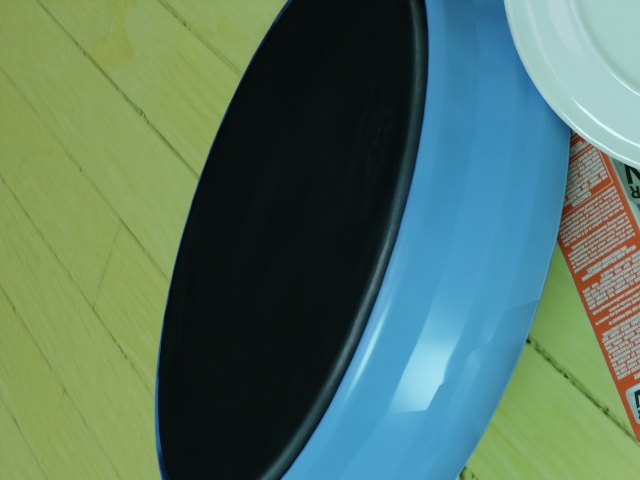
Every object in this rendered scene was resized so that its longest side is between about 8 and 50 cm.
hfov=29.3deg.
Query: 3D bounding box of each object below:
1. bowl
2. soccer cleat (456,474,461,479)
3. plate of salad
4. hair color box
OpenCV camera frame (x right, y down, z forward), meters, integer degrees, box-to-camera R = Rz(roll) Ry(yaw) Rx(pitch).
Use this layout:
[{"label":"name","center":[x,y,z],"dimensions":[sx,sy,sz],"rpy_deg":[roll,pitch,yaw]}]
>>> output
[{"label":"bowl","center":[0.000,0.000,0.730],"dimensions":[0.391,0.077,0.391],"rpy_deg":[-50,31,45]},{"label":"soccer cleat","center":[0.027,0.245,0.765],"dimensions":[0.143,0.116,0.331],"rpy_deg":[10,96,57]},{"label":"plate of salad","center":[0.186,-0.126,0.571],"dimensions":[0.200,0.048,0.199],"rpy_deg":[0,92,8]},{"label":"hair color box","center":[0.173,0.012,0.611],"dimensions":[0.053,0.093,0.167],"rpy_deg":[-39,60,44]}]
